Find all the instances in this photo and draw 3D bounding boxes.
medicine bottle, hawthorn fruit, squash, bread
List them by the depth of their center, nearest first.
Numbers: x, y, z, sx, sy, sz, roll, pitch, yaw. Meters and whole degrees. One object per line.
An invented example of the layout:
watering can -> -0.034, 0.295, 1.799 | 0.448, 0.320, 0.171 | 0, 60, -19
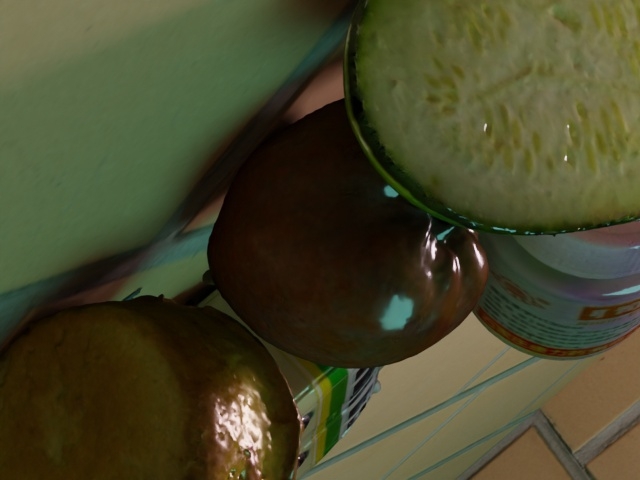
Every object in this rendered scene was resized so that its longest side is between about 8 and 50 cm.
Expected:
squash -> 0.146, -0.118, 1.280 | 0.210, 0.233, 0.309 | -14, 177, 25
hawthorn fruit -> 0.000, 0.000, 1.424 | 0.251, 0.199, 0.199 | -13, -178, 37
bread -> -0.146, 0.156, 1.448 | 0.268, 0.268, 0.146 | -41, 154, 19
medicine bottle -> 0.250, -0.031, 1.816 | 0.219, 0.219, 0.388 | -33, 166, -11

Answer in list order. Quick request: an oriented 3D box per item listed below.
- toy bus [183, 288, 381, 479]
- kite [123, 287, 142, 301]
toy bus -> -0.033, 0.116, 1.769 | 0.179, 0.143, 0.305 | -42, 166, -16
kite -> -0.250, 0.161, 1.671 | 0.368, 0.014, 0.406 | -24, 162, -39
